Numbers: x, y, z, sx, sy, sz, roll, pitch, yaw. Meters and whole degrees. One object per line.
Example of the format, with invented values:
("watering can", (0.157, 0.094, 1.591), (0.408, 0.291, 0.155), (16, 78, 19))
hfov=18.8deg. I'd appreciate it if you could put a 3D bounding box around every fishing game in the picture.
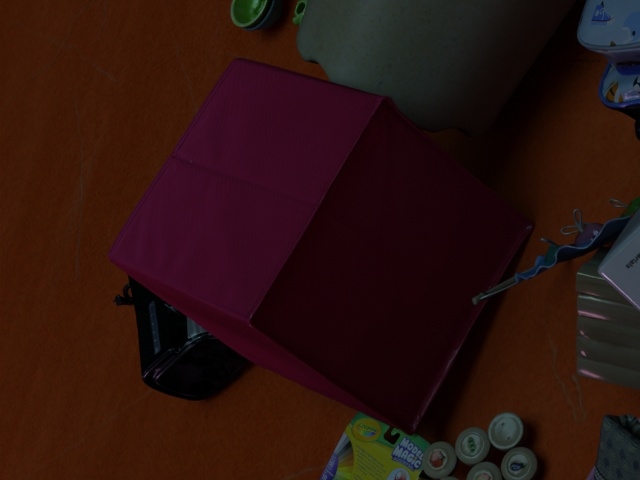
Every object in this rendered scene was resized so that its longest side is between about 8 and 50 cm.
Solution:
("fishing game", (0.254, -0.018, 1.733), (0.041, 0.189, 0.264), (61, 150, 4))

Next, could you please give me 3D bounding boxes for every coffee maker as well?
("coffee maker", (-0.158, 0.092, 2.227), (0.171, 0.120, 0.178), (118, 150, -46))

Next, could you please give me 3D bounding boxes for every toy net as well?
("toy net", (-0.037, -0.362, 2.345), (0.122, 0.045, 0.232), (-5, 68, 49))

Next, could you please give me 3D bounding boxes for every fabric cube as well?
("fabric cube", (0.000, 0.000, 1.922), (0.258, 0.254, 0.259), (19, 75, 52))

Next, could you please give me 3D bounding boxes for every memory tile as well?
("memory tile", (0.157, 0.242, 1.809), (0.113, 0.012, 0.148), (-24, 60, 19))

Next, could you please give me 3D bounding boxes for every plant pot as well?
("plant pot", (0.132, -0.285, 1.925), (0.334, 0.334, 0.305), (53, 125, 48))

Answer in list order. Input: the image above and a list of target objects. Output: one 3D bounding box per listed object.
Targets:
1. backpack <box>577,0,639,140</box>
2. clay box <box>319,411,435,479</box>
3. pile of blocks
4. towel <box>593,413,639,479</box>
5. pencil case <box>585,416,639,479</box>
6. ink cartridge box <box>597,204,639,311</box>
("backpack", (0.368, -0.224, 1.685), (0.276, 0.213, 0.263), (5, 66, 54))
("clay box", (0.042, 0.283, 1.927), (0.127, 0.053, 0.222), (33, 96, 50))
("pile of blocks", (0.384, 0.040, 1.626), (0.362, 0.149, 0.112), (-14, 19, 36))
("towel", (0.301, 0.323, 1.418), (0.324, 0.056, 0.312), (39, 135, 50))
("pencil case", (0.365, 0.266, 1.476), (0.167, 0.160, 0.386), (-35, 36, -15))
("ink cartridge box", (0.365, 0.044, 1.434), (0.117, 0.278, 0.201), (-47, -1, 34))
